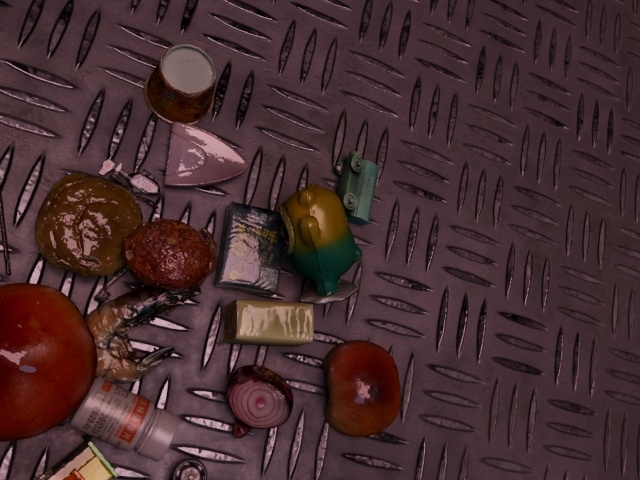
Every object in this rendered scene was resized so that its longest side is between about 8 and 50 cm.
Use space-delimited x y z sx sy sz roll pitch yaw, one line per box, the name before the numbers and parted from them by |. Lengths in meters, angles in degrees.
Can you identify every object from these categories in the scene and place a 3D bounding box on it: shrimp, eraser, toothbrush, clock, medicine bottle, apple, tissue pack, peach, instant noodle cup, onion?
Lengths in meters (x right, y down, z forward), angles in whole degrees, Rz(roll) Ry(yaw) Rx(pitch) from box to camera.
shrimp | -0.478 0.245 1.747 0.365 0.071 0.233 -24 85 -13
eraser | -0.343 -0.239 1.952 0.244 0.059 0.204 10 73 -17
toothbrush | -0.526 0.061 1.818 0.030 0.030 0.297 46 65 -16
clock | -0.630 0.598 1.539 0.255 0.220 0.106 -39 96 -25
medicine bottle | -0.504 0.466 1.668 0.252 0.144 0.144 33 67 -14
apple | 0.143 0.443 1.935 0.252 0.163 0.292 3 78 -21
tissue pack | -0.151 0.241 1.860 0.234 0.159 0.125 6 75 -22
tissue pack | -0.206 0.026 1.933 0.186 0.081 0.256 13 73 -21
peach | -0.707 0.280 1.500 0.389 0.388 0.387 6 75 -22
instant noodle cup | -0.407 -0.471 1.918 0.216 0.172 0.215 5 75 -20
onion | -0.184 0.461 1.816 0.195 0.140 0.218 24 104 -9

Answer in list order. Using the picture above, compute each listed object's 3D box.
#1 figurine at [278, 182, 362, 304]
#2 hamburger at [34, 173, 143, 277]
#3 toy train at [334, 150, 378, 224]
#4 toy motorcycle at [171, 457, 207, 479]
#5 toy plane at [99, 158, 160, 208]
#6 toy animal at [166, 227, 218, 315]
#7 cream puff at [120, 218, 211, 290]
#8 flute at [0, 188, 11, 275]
figurine | 0.000 0.000 1.912 0.232 0.323 0.339 -9 104 9
hamburger | -0.623 -0.044 1.746 0.266 0.134 0.284 20 73 -16
toy train | 0.117 -0.165 2.118 0.159 0.101 0.248 25 69 -33
toy motorcycle | -0.293 0.755 1.704 0.341 0.108 0.223 41 65 -7
toy plane | -0.537 -0.175 1.860 0.197 0.053 0.078 33 76 -17
toy animal | -0.378 0.089 1.863 0.149 0.054 0.275 13 74 -17
cream puff | -0.410 0.030 1.728 0.240 0.240 0.163 -7 124 -24
flute | -0.847 -0.037 1.715 0.014 0.014 0.269 -7 80 -24
